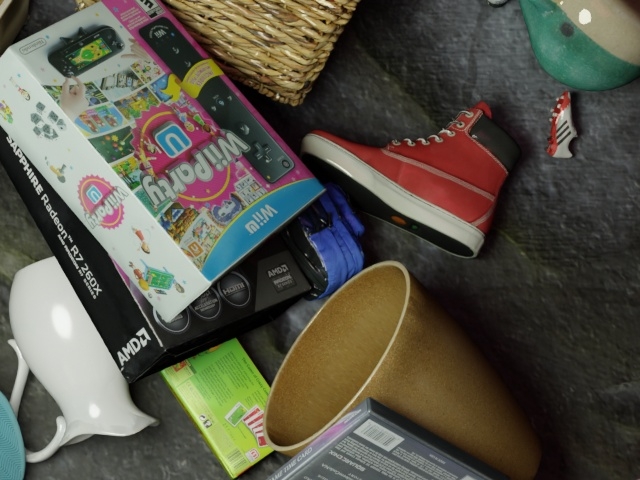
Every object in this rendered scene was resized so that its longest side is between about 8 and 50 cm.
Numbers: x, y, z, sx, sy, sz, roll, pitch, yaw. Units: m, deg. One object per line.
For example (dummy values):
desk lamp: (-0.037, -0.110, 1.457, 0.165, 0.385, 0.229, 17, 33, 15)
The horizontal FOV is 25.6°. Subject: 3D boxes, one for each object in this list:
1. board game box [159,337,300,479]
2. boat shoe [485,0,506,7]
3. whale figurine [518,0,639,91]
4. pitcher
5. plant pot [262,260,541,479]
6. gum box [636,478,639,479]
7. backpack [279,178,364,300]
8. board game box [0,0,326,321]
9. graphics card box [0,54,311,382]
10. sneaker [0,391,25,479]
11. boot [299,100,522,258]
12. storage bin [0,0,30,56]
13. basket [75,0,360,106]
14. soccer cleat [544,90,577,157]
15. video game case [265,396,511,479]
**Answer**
board game box: (-0.112, 0.168, 1.586, 0.092, 0.043, 0.181, -34, 83, -13)
boat shoe: (0.196, -0.351, 1.740, 0.049, 0.040, 0.142, -18, 79, -1)
whale figurine: (0.288, -0.290, 1.689, 0.272, 0.141, 0.216, 50, 33, 18)
pitcher: (-0.286, 0.129, 1.546, 0.177, 0.125, 0.207, -19, 85, 11)
plant pot: (0.108, 0.190, 1.521, 0.254, 0.237, 0.237, 37, 75, -17)
gum box: (0.450, 0.337, 1.595, 0.107, 0.062, 0.188, -20, 80, -10)
backpack: (0.000, 0.000, 1.608, 0.101, 0.098, 0.120, -23, 79, -26)
board game box: (-0.171, -0.099, 1.461, 0.303, 0.097, 0.224, 49, 43, 0)
graphics card box: (-0.198, -0.050, 1.542, 0.232, 0.094, 0.371, -20, 76, -46)
sneaker: (-0.455, 0.156, 1.521, 0.127, 0.208, 0.319, -43, 121, -25)
boot: (0.109, -0.109, 1.654, 0.244, 0.088, 0.176, 27, 75, -7)
storage bin: (-0.490, -0.243, 1.569, 0.260, 0.123, 0.262, 25, 61, 0)
basket: (-0.092, -0.335, 1.581, 0.299, 0.223, 0.213, 23, 49, -7)
soccer cleat: (0.296, -0.139, 1.709, 0.035, 0.029, 0.083, 15, 79, -11)
video game case: (0.032, 0.281, 1.452, 0.196, 0.274, 0.026, 32, 34, -26)
